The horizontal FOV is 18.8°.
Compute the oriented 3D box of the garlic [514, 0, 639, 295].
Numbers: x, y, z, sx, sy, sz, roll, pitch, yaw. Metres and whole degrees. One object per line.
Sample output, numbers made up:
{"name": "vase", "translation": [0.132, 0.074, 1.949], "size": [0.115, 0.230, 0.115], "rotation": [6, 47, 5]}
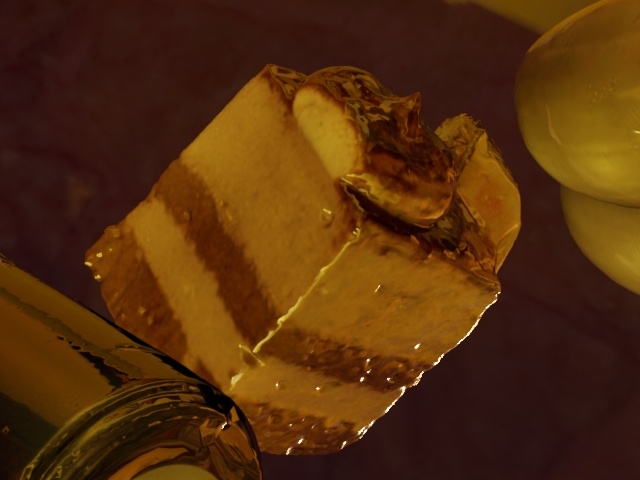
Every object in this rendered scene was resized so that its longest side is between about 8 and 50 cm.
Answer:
{"name": "garlic", "translation": [0.227, -0.099, 1.270], "size": [0.246, 0.231, 0.340], "rotation": [-57, 24, 0]}

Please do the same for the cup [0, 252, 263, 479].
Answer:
{"name": "cup", "translation": [-0.139, 0.112, 0.973], "size": [0.255, 0.256, 0.178], "rotation": [23, -88, -50]}

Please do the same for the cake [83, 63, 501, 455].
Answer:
{"name": "cake", "translation": [0.000, 0.000, 1.426], "size": [0.198, 0.196, 0.293], "rotation": [17, -57, -46]}

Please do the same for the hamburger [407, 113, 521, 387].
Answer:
{"name": "hamburger", "translation": [0.086, 0.018, 1.667], "size": [0.262, 0.131, 0.124], "rotation": [-54, 28, -8]}
